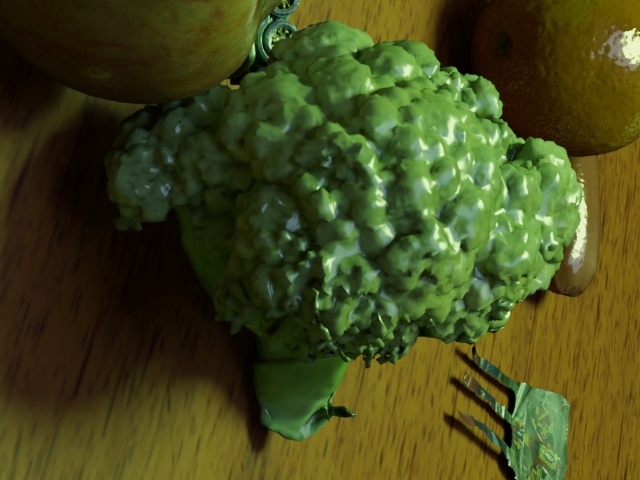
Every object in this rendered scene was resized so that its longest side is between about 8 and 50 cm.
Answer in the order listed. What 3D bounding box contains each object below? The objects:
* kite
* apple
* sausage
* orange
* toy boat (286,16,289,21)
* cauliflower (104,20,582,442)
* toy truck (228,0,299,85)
[{"bbox_3d":[0.190,0.180,1.371,0.245,0.015,0.141,44,48,-47],"label":"kite"},{"bbox_3d":[-0.103,-0.200,0.822,0.261,0.194,0.261,22,90,-81],"label":"apple"},{"bbox_3d":[0.252,-0.035,1.456,0.077,0.077,0.194,24,64,-52],"label":"sausage"},{"bbox_3d":[0.242,-0.175,1.367,0.206,0.206,0.206,16,71,-54],"label":"orange"},{"bbox_3d":[-0.035,-0.228,1.119,0.096,0.034,0.122,63,30,-21],"label":"toy boat"},{"bbox_3d":[0.007,-0.022,0.961,0.327,0.281,0.260,13,66,-21],"label":"cauliflower"},{"bbox_3d":[-0.072,-0.195,1.005,0.100,0.077,0.169,-3,95,-25],"label":"toy truck"}]
